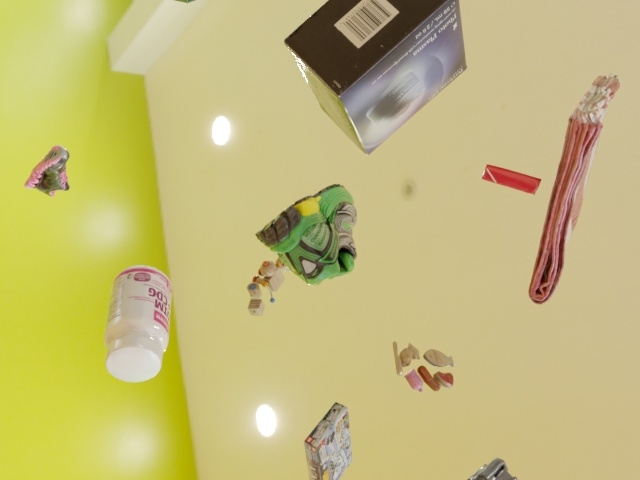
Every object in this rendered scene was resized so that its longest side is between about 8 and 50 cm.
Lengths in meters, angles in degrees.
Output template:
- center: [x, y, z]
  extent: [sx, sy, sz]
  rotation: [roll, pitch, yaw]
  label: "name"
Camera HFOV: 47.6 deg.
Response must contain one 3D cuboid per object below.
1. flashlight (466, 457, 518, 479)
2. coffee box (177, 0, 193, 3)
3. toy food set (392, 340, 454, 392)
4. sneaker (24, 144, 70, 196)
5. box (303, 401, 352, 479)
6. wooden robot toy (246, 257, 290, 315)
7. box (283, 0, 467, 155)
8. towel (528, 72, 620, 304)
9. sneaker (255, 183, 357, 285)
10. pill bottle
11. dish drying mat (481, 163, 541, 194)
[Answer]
- center: [0.213, 0.486, 1.180]
  extent: [0.103, 0.304, 0.103]
  rotation: [53, -39, 14]
  label: "flashlight"
- center: [-0.295, -0.658, 1.848]
  extent: [0.113, 0.184, 0.040]
  rotation: [27, -40, 43]
  label: "coffee box"
- center: [0.153, 0.193, 1.079]
  extent: [0.019, 0.122, 0.078]
  rotation: [-44, -144, 38]
  label: "toy food set"
- center: [-0.394, -0.099, 1.081]
  extent: [0.119, 0.057, 0.047]
  rotation: [-26, -145, 46]
  label: "sneaker"
- center: [0.015, 0.344, 1.182]
  extent: [0.027, 0.094, 0.137]
  rotation: [17, -50, 29]
  label: "box"
- center: [-0.123, 0.077, 1.603]
  extent: [0.076, 0.173, 0.079]
  rotation: [15, -35, 28]
  label: "wooden robot toy"
- center: [0.126, -0.371, 1.454]
  extent: [0.296, 0.294, 0.183]
  rotation: [-41, -110, 1]
  label: "box"
- center: [0.346, -0.084, 0.972]
  extent: [0.037, 0.329, 0.237]
  rotation: [16, -62, 21]
  label: "towel"
- center: [0.000, 0.000, 1.271]
  extent: [0.134, 0.343, 0.146]
  rotation: [-36, -90, 20]
  label: "sneaker"
- center: [-0.469, 0.212, 1.866]
  extent: [0.283, 0.160, 0.160]
  rotation: [-100, -148, -49]
  label: "pill bottle"
- center: [0.287, -0.092, 1.091]
  extent: [0.083, 0.008, 0.032]
  rotation: [18, -44, 9]
  label: "dish drying mat"
